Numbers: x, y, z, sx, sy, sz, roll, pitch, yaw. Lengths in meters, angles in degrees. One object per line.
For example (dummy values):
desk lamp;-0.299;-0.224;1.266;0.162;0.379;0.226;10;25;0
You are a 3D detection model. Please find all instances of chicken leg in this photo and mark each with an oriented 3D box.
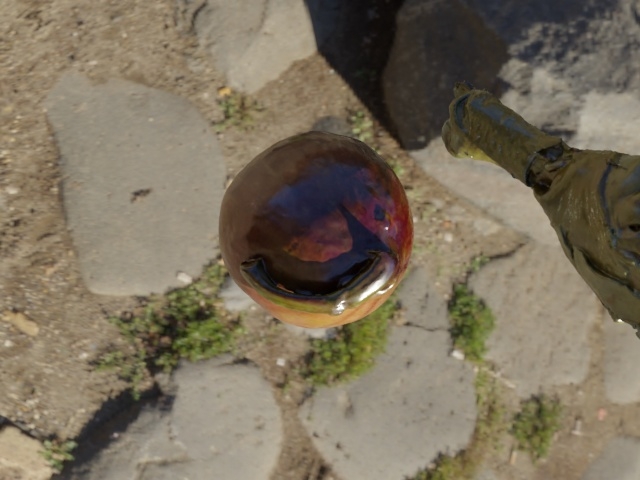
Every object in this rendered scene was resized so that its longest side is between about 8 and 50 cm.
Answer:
chicken leg;0.317;-0.066;1.324;0.153;0.429;0.201;-27;149;-47

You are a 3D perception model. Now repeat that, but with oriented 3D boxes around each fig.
fig;0.001;0.000;0.980;0.205;0.205;0.205;-1;92;-38
